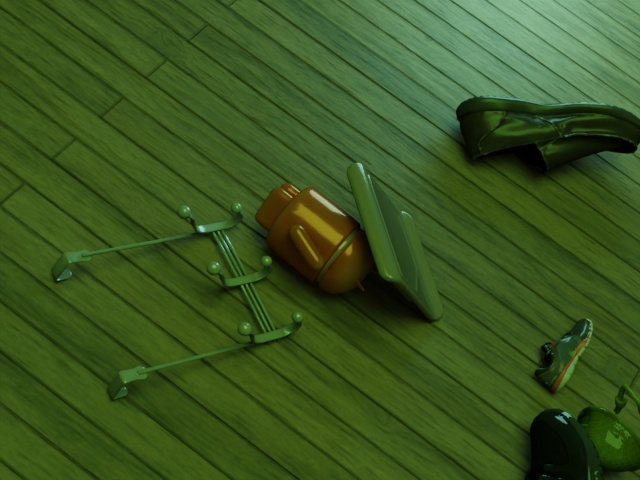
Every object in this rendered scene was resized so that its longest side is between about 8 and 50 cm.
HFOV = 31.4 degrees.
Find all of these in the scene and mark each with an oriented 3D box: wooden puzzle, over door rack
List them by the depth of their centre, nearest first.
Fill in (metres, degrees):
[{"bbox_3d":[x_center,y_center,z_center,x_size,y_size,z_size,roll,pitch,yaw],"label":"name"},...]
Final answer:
[{"bbox_3d":[-0.212,0.077,1.746,0.324,0.108,0.239,-18,65,-27],"label":"over door rack"},{"bbox_3d":[0.118,0.008,1.869,0.044,0.239,0.220,-25,62,16],"label":"wooden puzzle"}]

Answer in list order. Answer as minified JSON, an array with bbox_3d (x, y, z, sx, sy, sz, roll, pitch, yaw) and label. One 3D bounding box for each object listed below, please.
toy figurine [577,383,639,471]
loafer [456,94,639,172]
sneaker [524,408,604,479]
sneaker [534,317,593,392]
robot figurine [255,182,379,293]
[{"bbox_3d":[0.496,0.428,1.725,0.217,0.191,0.362,-38,75,-29],"label":"toy figurine"},{"bbox_3d":[0.432,-0.187,2.141,0.366,0.134,0.130,3,81,-6],"label":"loafer"},{"bbox_3d":[0.350,0.410,1.716,0.140,0.125,0.340,6,56,-14],"label":"sneaker"},{"bbox_3d":[0.410,0.182,1.925,0.065,0.061,0.158,30,53,9],"label":"sneaker"},{"bbox_3d":[-0.001,0.001,1.854,0.219,0.158,0.128,38,73,7],"label":"robot figurine"}]
